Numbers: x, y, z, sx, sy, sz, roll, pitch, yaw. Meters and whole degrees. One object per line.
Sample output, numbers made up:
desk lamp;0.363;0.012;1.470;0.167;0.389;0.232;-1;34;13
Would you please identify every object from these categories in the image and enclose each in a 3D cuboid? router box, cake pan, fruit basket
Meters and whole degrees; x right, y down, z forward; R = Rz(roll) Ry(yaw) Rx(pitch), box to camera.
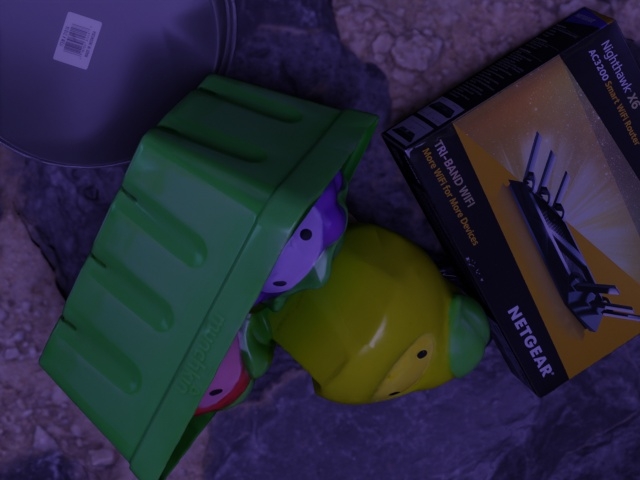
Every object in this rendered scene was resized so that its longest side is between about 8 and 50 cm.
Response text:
router box;0.239;-0.036;1.808;0.243;0.081;0.309;-33;113;-5
cake pan;-0.224;-0.197;1.730;0.293;0.054;0.293;-2;113;-5
fruit basket;-0.027;0.064;1.724;0.392;0.283;0.392;9;118;17

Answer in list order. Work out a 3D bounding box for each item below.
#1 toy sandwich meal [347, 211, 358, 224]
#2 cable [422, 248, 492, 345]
toy sandwich meal;0.000;0.000;1.847;0.086;0.029;0.085;2;108;7
cable;0.101;0.082;1.884;0.184;0.047;0.150;18;108;-14
